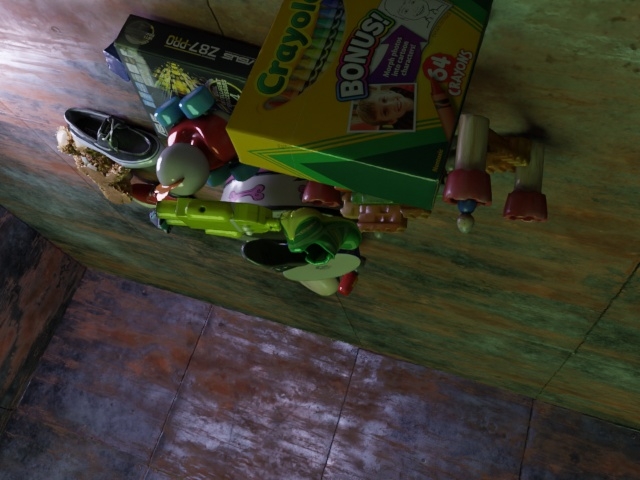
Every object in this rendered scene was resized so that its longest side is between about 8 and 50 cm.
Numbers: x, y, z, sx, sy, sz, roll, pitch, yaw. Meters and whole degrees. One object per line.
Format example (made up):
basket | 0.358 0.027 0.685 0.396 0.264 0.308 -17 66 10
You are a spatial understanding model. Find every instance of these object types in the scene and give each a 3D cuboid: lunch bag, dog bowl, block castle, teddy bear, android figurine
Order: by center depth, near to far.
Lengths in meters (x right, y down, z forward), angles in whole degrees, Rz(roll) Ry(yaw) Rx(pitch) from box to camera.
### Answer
block castle | 0.206 -0.108 1.250 0.302 0.213 0.453 9 176 -44
android figurine | -0.225 -0.050 1.363 0.272 0.056 0.248 6 172 -1
lunch bag | -0.461 -0.432 1.412 0.067 0.065 0.098 36 161 2
dog bowl | -0.081 -0.100 1.627 0.407 0.151 0.408 -1 169 0
dog bowl | -0.002 0.044 1.982 0.264 0.104 0.265 -8 158 -3
teddy bear | -0.754 -0.272 2.055 0.245 0.113 0.338 -14 132 42

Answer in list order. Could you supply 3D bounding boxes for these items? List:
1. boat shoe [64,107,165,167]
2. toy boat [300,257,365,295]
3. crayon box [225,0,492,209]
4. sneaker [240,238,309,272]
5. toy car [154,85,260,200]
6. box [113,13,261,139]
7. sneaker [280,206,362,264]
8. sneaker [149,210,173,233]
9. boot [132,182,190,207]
boat shoe | -0.628 -0.309 1.795 0.335 0.121 0.119 17 164 15
toy boat | 0.029 0.114 2.266 0.318 0.148 0.267 10 154 45
crayon box | 0.070 -0.259 0.925 0.312 0.363 0.106 16 159 11
sneaker | -0.146 0.051 1.776 0.227 0.087 0.130 1 163 -35
toy car | -0.296 -0.173 1.318 0.210 0.238 0.219 -3 132 45
box | -0.275 -0.338 1.433 0.318 0.097 0.395 19 160 6
sneaker | 0.000 0.000 1.431 0.109 0.124 0.295 -8 170 33
sneaker | -0.664 -0.092 2.445 0.098 0.083 0.224 25 160 2
boot | -0.578 -0.182 2.141 0.244 0.089 0.176 16 155 2
